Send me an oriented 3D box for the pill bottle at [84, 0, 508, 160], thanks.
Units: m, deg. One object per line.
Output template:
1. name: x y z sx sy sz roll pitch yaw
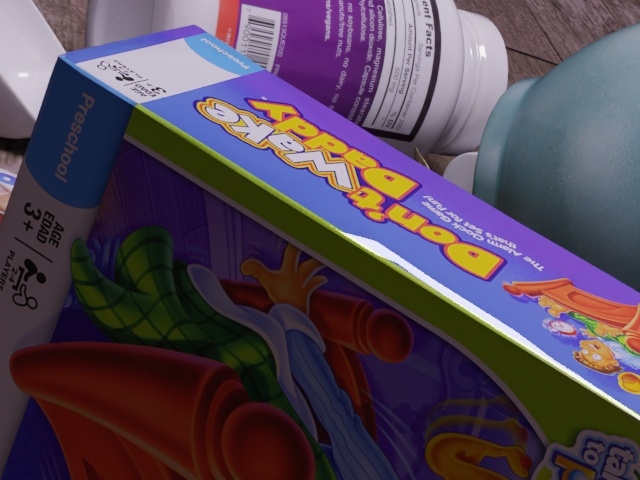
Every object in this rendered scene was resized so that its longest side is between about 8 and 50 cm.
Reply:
1. pill bottle: -0.014 -0.150 1.376 0.323 0.181 0.181 8 29 -33

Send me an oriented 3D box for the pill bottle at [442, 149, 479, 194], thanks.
1. pill bottle: 0.168 -0.044 1.446 0.137 0.078 0.078 -6 37 -48

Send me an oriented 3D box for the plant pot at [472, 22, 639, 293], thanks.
1. plant pot: 0.235 -0.032 1.288 0.196 0.293 0.293 5 13 31

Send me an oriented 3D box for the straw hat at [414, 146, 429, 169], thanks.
1. straw hat: 0.070 0.003 1.276 0.061 0.144 0.144 -24 33 1

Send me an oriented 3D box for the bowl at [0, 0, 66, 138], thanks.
1. bowl: -0.246 -0.145 1.259 0.142 0.053 0.142 57 17 -24

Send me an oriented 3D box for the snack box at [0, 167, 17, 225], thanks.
1. snack box: -0.260 -0.044 1.131 0.178 0.022 0.064 22 23 -3

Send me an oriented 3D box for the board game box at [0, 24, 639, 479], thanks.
1. board game box: -0.028 0.138 0.567 0.233 0.347 0.078 32 26 19
